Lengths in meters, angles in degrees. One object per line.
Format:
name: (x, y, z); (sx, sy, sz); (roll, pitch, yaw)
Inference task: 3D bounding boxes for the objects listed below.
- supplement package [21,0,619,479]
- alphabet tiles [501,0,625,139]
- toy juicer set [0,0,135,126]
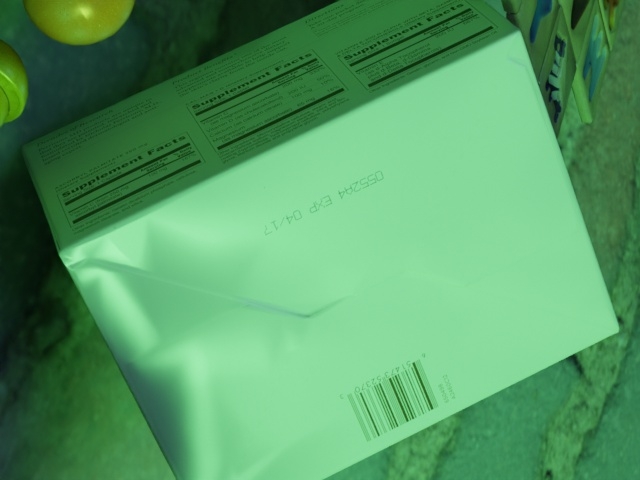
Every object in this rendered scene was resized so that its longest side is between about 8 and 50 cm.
supplement package: (0.000, 0.000, 1.020); (0.262, 0.145, 0.204); (-26, 120, -5)
alphabet tiles: (0.157, -0.243, 1.051); (0.285, 0.011, 0.342); (64, 38, -51)
toy juicer set: (-0.227, -0.132, 0.888); (0.329, 0.089, 0.209); (-26, 133, -27)
